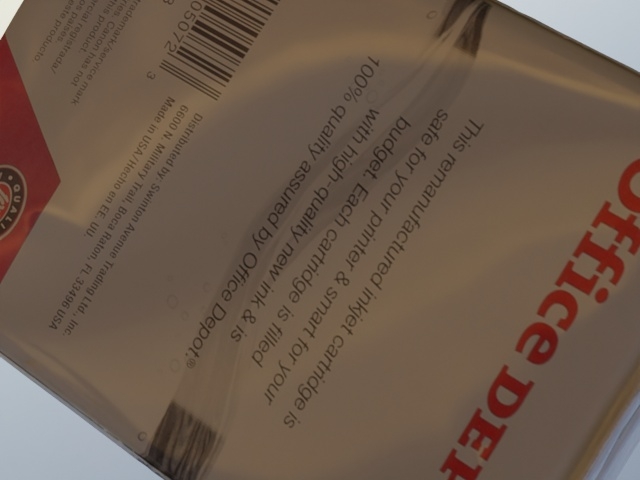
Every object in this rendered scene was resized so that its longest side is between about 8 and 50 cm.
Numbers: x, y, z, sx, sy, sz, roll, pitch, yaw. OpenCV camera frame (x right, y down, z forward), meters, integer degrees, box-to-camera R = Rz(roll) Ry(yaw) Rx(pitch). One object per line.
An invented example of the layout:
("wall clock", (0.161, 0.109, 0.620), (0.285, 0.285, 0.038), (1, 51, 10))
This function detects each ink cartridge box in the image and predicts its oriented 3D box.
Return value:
("ink cartridge box", (0.000, 0.000, 0.516), (0.283, 0.117, 0.207), (32, -90, 23))
